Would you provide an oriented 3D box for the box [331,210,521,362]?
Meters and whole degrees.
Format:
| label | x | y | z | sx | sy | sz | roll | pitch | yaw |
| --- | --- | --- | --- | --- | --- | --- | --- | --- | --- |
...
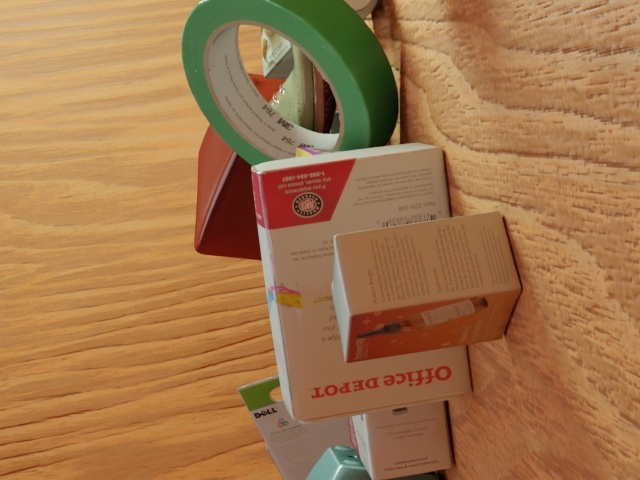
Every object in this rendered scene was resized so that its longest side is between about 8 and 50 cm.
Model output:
| label | x | y | z | sx | sy | sz | roll | pitch | yaw |
| --- | --- | --- | --- | --- | --- | --- | --- | --- | --- |
| box | 0.102 | 0.049 | 1.370 | 0.130 | 0.171 | 0.091 | 91 | 169 | -64 |

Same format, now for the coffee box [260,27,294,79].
| label | x | y | z | sx | sy | sz | roll | pitch | yaw |
| --- | --- | --- | --- | --- | --- | --- | --- | --- | --- |
| coffee box | -0.034 | -0.395 | 2.164 | 0.141 | 0.098 | 0.246 | 146 | 122 | -65 |

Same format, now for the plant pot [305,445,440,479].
| label | x | y | z | sx | sy | sz | roll | pitch | yaw |
| --- | --- | --- | --- | --- | --- | --- | --- | --- | --- |
| plant pot | 0.075 | 0.439 | 1.971 | 0.248 | 0.247 | 0.252 | -157 | 75 | -84 |

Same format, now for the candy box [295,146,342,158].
| label | x | y | z | sx | sy | sz | roll | pitch | yaw |
| --- | --- | --- | --- | --- | --- | --- | --- | --- | --- |
| candy box | 0.000 | 0.000 | 1.780 | 0.159 | 0.071 | 0.233 | -142 | 58 | -78 |

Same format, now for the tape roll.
| label | x | y | z | sx | sy | sz | roll | pitch | yaw |
| --- | --- | --- | --- | --- | --- | --- | --- | --- | --- |
| tape roll | -0.046 | -0.221 | 1.884 | 0.077 | 0.321 | 0.321 | -46 | -29 | -35 |

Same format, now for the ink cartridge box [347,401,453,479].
| label | x | y | z | sx | sy | sz | roll | pitch | yaw |
| --- | --- | --- | --- | --- | --- | --- | --- | --- | --- |
| ink cartridge box | 0.094 | 0.165 | 1.892 | 0.207 | 0.117 | 0.282 | -134 | 36 | -79 |

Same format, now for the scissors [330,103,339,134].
| label | x | y | z | sx | sy | sz | roll | pitch | yaw |
| --- | --- | --- | --- | --- | --- | --- | --- | --- | --- |
| scissors | 0.039 | -0.252 | 2.083 | 0.109 | 0.021 | 0.297 | 12 | 114 | 53 |

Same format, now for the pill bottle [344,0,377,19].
| label | x | y | z | sx | sy | sz | roll | pitch | yaw |
| --- | --- | --- | --- | --- | --- | --- | --- | --- | --- |
| pill bottle | 0.030 | -0.343 | 1.879 | 0.169 | 0.094 | 0.094 | -153 | 54 | -83 |

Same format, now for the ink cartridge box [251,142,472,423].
| label | x | y | z | sx | sy | sz | roll | pitch | yaw |
| --- | --- | --- | --- | --- | --- | --- | --- | --- | --- |
| ink cartridge box | 0.046 | 0.046 | 1.645 | 0.131 | 0.226 | 0.306 | -136 | 39 | -78 |

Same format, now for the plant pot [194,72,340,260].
| label | x | y | z | sx | sy | sz | roll | pitch | yaw |
| --- | --- | --- | --- | --- | --- | --- | --- | --- | --- |
| plant pot | -0.067 | -0.137 | 2.349 | 0.235 | 0.268 | 0.267 | 107 | 166 | -46 |

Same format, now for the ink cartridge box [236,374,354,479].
| label | x | y | z | sx | sy | sz | roll | pitch | yaw |
| --- | --- | --- | --- | --- | --- | --- | --- | --- | --- |
| ink cartridge box | -0.010 | 0.313 | 2.425 | 0.097 | 0.189 | 0.255 | -82 | -30 | -62 |

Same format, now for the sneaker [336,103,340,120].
| label | x | y | z | sx | sy | sz | roll | pitch | yaw |
| --- | --- | --- | --- | --- | --- | --- | --- | --- | --- |
| sneaker | 0.022 | -0.216 | 2.196 | 0.192 | 0.086 | 0.064 | -109 | 12 | -61 |

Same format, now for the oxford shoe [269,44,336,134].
| label | x | y | z | sx | sy | sz | roll | pitch | yaw |
| --- | --- | --- | --- | --- | --- | --- | --- | --- | --- |
| oxford shoe | -0.042 | -0.192 | 2.059 | 0.123 | 0.130 | 0.348 | -58 | -28 | -66 |
